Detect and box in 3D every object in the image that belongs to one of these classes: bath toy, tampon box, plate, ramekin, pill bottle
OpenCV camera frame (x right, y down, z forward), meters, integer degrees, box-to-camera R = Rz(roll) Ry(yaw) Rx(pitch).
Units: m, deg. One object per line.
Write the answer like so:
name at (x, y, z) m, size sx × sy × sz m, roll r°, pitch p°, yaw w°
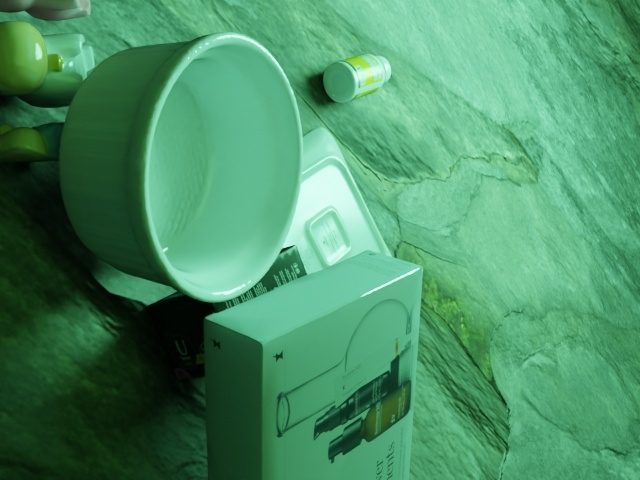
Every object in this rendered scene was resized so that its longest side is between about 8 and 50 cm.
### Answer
bath toy at (-0.314, -0.254, 0.873) m, size 0.129 × 0.151 × 0.348 m, roll -3°, pitch 87°, yaw -2°
tampon box at (-0.100, 0.088, 1.015) m, size 0.161 × 0.120 × 0.101 m, roll -28°, pitch 99°, yaw -46°
plate at (0.000, 0.000, 1.205) m, size 0.278 × 0.045 × 0.277 m, roll -39°, pitch 108°, yaw -45°
ramekin at (-0.145, -0.080, 0.893) m, size 0.277 × 0.135 × 0.277 m, roll -23°, pitch 117°, yaw -56°
pill bottle at (0.062, -0.262, 1.330) m, size 0.116 × 0.065 × 0.065 m, roll -27°, pitch 99°, yaw -47°

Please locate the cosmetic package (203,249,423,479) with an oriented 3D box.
cosmetic package at (-0.002, 0.230, 0.990) m, size 0.284 × 0.097 × 0.377 m, roll -20°, pitch 118°, yaw -44°
